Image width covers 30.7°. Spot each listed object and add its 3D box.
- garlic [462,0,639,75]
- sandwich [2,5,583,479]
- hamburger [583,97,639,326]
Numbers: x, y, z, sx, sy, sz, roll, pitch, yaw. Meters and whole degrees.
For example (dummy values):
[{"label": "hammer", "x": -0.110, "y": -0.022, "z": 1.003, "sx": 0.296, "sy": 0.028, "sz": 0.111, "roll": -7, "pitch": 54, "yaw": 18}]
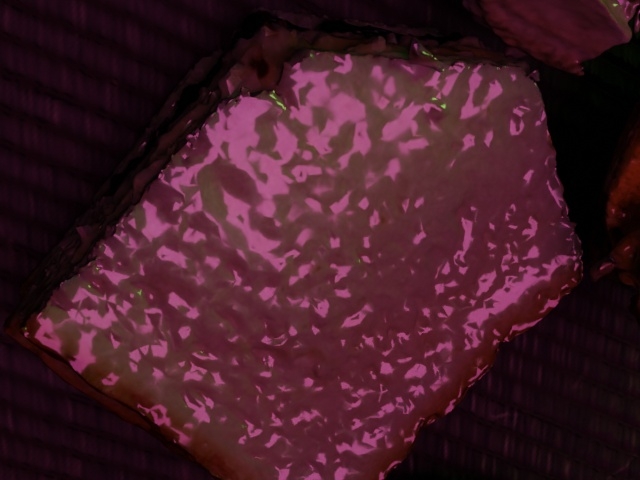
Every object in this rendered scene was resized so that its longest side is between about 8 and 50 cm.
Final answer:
[{"label": "garlic", "x": 0.138, "y": -0.253, "z": 0.655, "sx": 0.237, "sy": 0.210, "sz": 0.292, "roll": 8, "pitch": 87, "yaw": -13}, {"label": "sandwich", "x": 0.001, "y": 0.000, "z": 0.733, "sx": 0.262, "sy": 0.131, "sz": 0.325, "roll": 41, "pitch": 93, "yaw": -24}, {"label": "hamburger", "x": 0.293, "y": -0.060, "z": 0.735, "sx": 0.314, "sy": 0.170, "sz": 0.290, "roll": -46, "pitch": 157, "yaw": -5}]
